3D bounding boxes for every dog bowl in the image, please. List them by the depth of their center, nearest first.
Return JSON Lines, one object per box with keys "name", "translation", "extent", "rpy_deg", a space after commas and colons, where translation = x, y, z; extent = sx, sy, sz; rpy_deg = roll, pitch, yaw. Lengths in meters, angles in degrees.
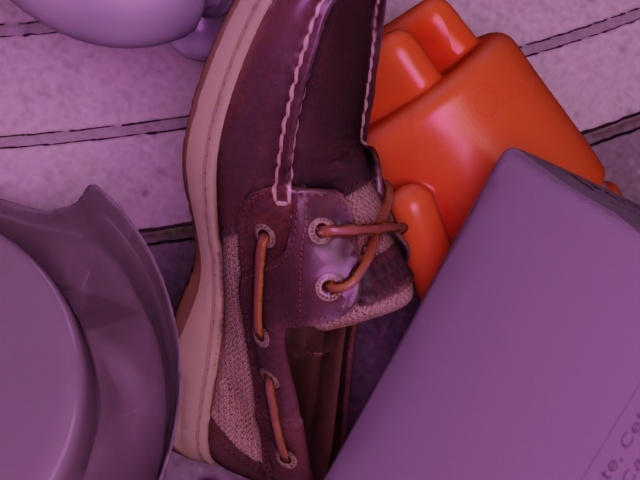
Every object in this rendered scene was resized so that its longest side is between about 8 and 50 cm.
{"name": "dog bowl", "translation": [-0.240, 0.099, 0.731], "extent": [0.349, 0.102, 0.348], "rpy_deg": [0, 53, 0]}

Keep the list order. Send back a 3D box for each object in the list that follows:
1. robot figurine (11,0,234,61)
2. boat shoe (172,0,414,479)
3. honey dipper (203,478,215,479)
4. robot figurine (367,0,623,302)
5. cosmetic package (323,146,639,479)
{"name": "robot figurine", "translation": [-0.055, -0.233, 0.764], "extent": [0.353, 0.200, 0.300], "rpy_deg": [-32, 138, -16]}
{"name": "boat shoe", "translation": [0.000, 0.000, 0.776], "extent": [0.123, 0.123, 0.342], "rpy_deg": [27, 121, 22]}
{"name": "honey dipper", "translation": [0.002, 0.156, 0.904], "extent": [0.161, 0.030, 0.030], "rpy_deg": [0, 94, -9]}
{"name": "robot figurine", "translation": [0.097, -0.033, 0.859], "extent": [0.128, 0.158, 0.219], "rpy_deg": [-36, 100, 11]}
{"name": "cosmetic package", "translation": [0.215, 0.207, 0.677], "extent": [0.329, 0.394, 0.327], "rpy_deg": [23, 100, -27]}
